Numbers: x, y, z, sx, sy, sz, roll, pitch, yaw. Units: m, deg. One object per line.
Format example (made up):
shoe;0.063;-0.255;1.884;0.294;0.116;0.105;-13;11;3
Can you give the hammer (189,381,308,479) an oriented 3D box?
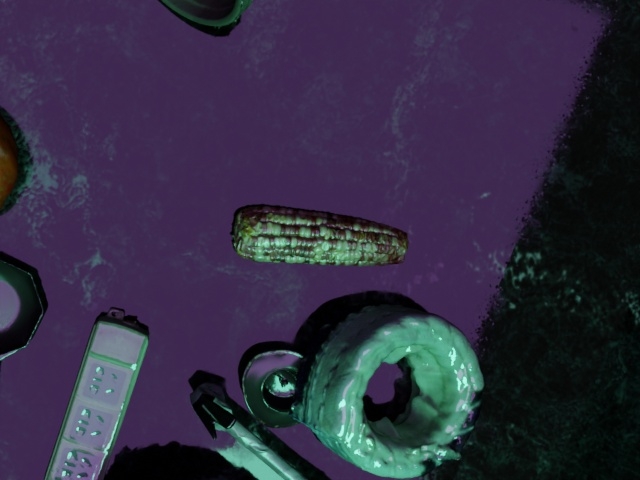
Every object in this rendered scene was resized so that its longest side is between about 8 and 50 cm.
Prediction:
hammer;-0.005;0.337;1.812;0.427;0.152;0.044;40;89;-7

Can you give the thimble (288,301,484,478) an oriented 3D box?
thimble;0.085;0.198;1.794;0.237;0.150;0.237;-2;94;-26

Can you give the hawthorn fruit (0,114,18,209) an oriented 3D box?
hawthorn fruit;-0.471;-0.105;1.724;0.189;0.189;0.189;0;94;-7

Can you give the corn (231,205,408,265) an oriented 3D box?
corn;0.000;0.000;1.835;0.237;0.079;0.079;7;93;-10

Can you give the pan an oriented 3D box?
pan;-0.450;0.121;1.795;0.128;0.048;0.202;28;86;-12

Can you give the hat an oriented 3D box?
hat;-0.054;0.197;1.849;0.121;0.050;0.121;-2;100;-14

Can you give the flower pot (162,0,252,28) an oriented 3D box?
flower pot;-0.147;-0.401;1.737;0.235;0.235;0.140;44;66;-7

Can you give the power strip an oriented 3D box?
power strip;-0.300;0.227;1.822;0.078;0.052;0.272;18;91;-8
